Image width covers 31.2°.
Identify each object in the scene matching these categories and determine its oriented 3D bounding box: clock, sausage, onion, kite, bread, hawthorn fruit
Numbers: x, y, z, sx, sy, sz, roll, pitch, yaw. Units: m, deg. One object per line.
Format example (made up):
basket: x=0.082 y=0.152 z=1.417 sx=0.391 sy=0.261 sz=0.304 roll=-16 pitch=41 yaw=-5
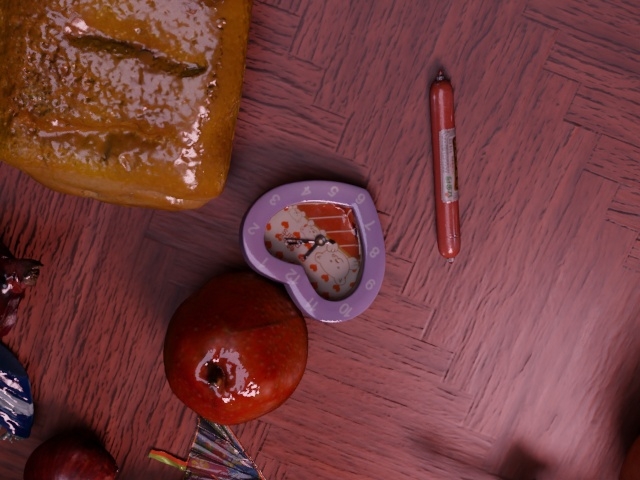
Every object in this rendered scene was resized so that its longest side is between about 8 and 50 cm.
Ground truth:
clock: x=0.000 y=0.000 z=1.475 sx=0.198 sy=0.064 sz=0.172 roll=41 pitch=81 yaw=-10
sausage: x=0.158 y=-0.090 z=1.451 sx=0.034 sy=0.034 sz=0.253 roll=-3 pitch=109 yaw=7
onion: x=-0.440 y=0.063 z=1.507 sx=0.198 sy=0.135 sz=0.173 roll=-6 pitch=73 yaw=14
kite: x=-0.163 y=0.343 z=1.645 sx=0.183 sy=0.014 sz=0.241 roll=20 pitch=111 yaw=-1
onion: x=-0.348 y=0.333 z=1.602 sx=0.131 sy=0.131 sz=0.131 roll=2 pitch=109 yaw=5
bread: x=-0.257 y=-0.200 z=1.380 sx=0.328 sy=0.148 sz=0.337 roll=12 pitch=112 yaw=-3
hawthorn fruit: x=-0.113 y=0.148 z=1.459 sx=0.196 sy=0.225 sz=0.196 roll=2 pitch=103 yaw=9

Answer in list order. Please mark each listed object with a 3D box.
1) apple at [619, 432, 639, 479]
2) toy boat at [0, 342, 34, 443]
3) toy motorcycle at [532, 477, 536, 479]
apple: x=0.567 y=0.370 z=1.405 sx=0.391 sy=0.346 sz=0.391 roll=1 pitch=109 yaw=3
toy boat: x=-0.540 y=0.254 z=1.628 sx=0.220 sy=0.067 sz=0.291 roll=41 pitch=111 yaw=-9
toy motorcycle: x=0.311 y=0.438 z=1.527 sx=0.134 sy=0.207 sz=0.401 roll=-44 pitch=80 yaw=-12
